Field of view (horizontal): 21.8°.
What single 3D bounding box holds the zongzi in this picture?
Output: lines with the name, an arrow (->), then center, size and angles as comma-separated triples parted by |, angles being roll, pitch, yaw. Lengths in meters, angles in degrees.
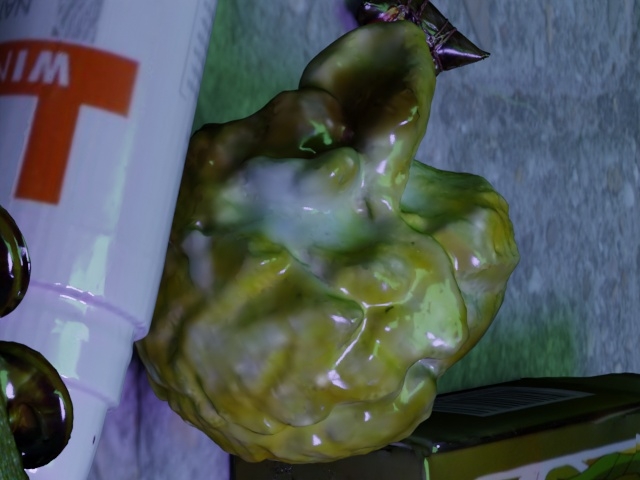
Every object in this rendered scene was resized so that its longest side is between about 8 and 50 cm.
zongzi -> 0.065, -0.122, 1.016 | 0.067, 0.073, 0.083 | -63, 143, -64

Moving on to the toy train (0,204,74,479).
toy train -> -0.176, 0.020, 0.588 | 0.090, 0.137, 0.225 | -32, 112, -55

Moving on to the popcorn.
popcorn -> 0.000, 0.000, 0.799 | 0.198, 0.198, 0.212 | -30, 132, -53

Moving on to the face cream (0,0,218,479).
face cream -> -0.106, -0.051, 0.726 | 0.102, 0.102, 0.345 | 35, 59, -51

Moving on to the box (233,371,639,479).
box -> 0.104, 0.299, 1.010 | 0.373, 0.138, 0.420 | 1, 88, -57
